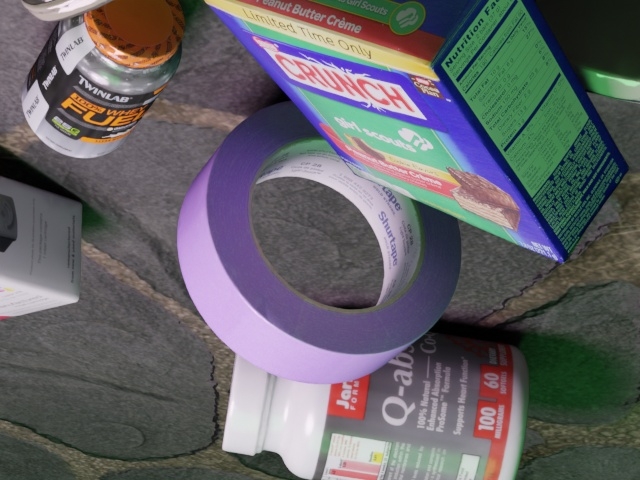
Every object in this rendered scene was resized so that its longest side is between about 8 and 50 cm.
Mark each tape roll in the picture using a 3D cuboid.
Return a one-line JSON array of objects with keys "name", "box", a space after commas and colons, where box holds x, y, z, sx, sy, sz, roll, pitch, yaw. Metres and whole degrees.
[{"name": "tape roll", "box": [0.000, 0.000, 1.640, 0.274, 0.275, 0.090, 17, 150, -17]}]

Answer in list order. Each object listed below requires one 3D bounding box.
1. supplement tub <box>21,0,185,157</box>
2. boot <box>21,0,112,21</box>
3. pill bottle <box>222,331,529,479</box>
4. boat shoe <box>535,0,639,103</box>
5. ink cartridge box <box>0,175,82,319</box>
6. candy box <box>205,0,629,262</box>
[{"name": "supplement tub", "box": [-0.203, -0.166, 1.551, 0.117, 0.117, 0.190, 18, 150, -18]}, {"name": "boot", "box": [-0.164, -0.342, 1.144, 0.377, 0.138, 0.284, -34, 132, 28]}, {"name": "pill bottle", "box": [0.066, 0.209, 2.079, 0.362, 0.210, 0.210, 9, 152, -3]}, {"name": "boat shoe", "box": [0.340, -0.130, 1.469, 0.340, 0.127, 0.158, 7, 144, 0]}, {"name": "ink cartridge box", "box": [-0.449, 0.000, 1.840, 0.226, 0.131, 0.306, -12, 161, 35]}, {"name": "candy box", "box": [0.086, -0.139, 1.420, 0.268, 0.122, 0.317, 25, 164, 39]}]
